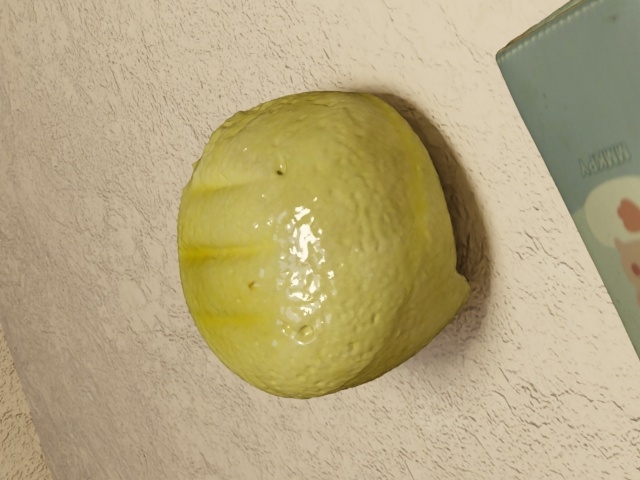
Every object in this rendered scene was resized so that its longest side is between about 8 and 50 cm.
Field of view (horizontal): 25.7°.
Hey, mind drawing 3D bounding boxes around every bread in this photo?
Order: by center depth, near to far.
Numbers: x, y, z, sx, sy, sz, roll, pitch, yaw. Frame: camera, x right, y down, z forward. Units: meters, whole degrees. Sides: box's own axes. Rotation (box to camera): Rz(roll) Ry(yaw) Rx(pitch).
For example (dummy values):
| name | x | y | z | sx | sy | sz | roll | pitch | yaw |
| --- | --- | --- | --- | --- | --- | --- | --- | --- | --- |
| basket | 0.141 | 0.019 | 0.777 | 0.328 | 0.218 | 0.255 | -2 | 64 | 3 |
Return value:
| name | x | y | z | sx | sy | sz | roll | pitch | yaw |
| --- | --- | --- | --- | --- | --- | --- | --- | --- | --- |
| bread | -0.009 | 0.004 | 1.419 | 0.320 | 0.237 | 0.320 | 34 | 137 | 40 |

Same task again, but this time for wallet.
| name | x | y | z | sx | sy | sz | roll | pitch | yaw |
| --- | --- | --- | --- | --- | --- | --- | --- | --- | --- |
| wallet | 0.271 | -0.030 | 1.087 | 0.360 | 0.083 | 0.252 | 64 | 157 | 2 |
